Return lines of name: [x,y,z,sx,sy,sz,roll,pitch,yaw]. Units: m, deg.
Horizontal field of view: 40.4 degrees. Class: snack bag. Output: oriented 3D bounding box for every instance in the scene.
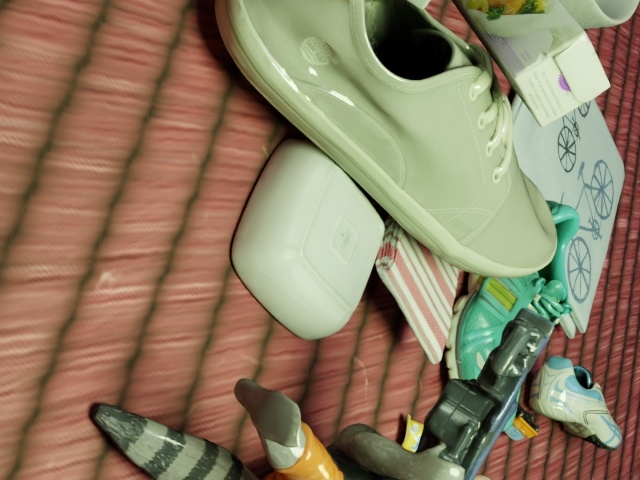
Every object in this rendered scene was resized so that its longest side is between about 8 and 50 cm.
snack bag: [0.325,-0.093,1.178,0.342,0.037,0.323,53,49,-35]

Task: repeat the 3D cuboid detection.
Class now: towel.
towel: [0.100,0.004,0.852,0.144,0.029,0.197,58,36,-38]

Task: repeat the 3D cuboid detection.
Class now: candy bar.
candy bar: [0.126,0.215,0.919,0.161,0.018,0.040,27,68,-49]

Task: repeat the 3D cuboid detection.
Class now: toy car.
toy car: [0.210,0.200,1.034,0.122,0.060,0.040,39,103,-27]

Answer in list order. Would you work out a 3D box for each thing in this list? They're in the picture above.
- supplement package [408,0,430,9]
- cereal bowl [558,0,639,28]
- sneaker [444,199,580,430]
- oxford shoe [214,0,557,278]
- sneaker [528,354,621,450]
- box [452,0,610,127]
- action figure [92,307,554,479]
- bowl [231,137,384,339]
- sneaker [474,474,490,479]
supplement package: [0.031,-0.334,0.548,0.262,0.199,0.198,32,56,-4]
cereal bowl: [0.272,-0.415,1.021,0.339,0.141,0.339,0,90,-53]
sneaker: [0.214,0.076,0.952,0.107,0.110,0.275,30,68,-36]
oxford shoe: [0.105,-0.098,0.743,0.449,0.130,0.169,36,39,-39]
sneaker: [0.354,0.222,1.167,0.237,0.085,0.086,37,76,-47]
box: [0.147,-0.225,0.766,0.067,0.063,0.324,48,16,-42]
action figure: [0.012,0.165,0.643,0.341,0.178,0.330,-60,145,0]
bowl: [0.000,0.000,0.723,0.142,0.053,0.142,49,53,-40]
sneaker: [0.151,0.312,0.923,0.070,0.051,0.134,42,61,-51]
